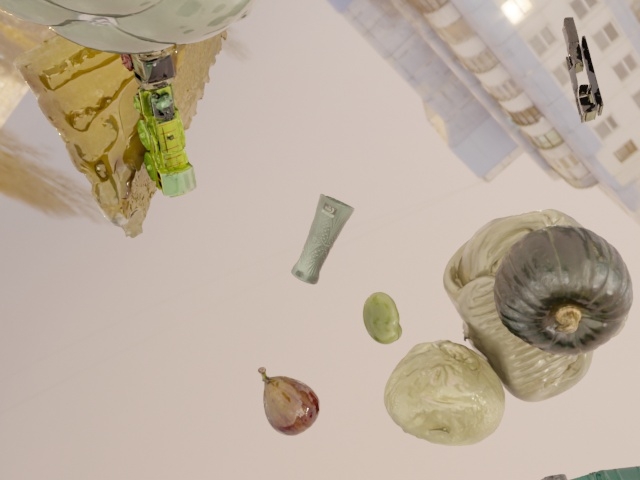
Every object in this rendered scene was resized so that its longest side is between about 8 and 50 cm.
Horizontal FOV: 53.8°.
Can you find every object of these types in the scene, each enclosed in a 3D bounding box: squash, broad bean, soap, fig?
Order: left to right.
[{"bbox_3d":[-0.207,-0.210,0.899,0.339,0.169,0.304,-34,-107,-9],"label":"soap"},{"bbox_3d":[-0.059,0.237,0.966,0.089,0.125,0.089,-35,-169,8],"label":"fig"},{"bbox_3d":[0.096,0.122,0.989,0.063,0.045,0.083,-29,-108,34],"label":"broad bean"},{"bbox_3d":[0.384,0.082,1.005,0.218,0.218,0.172,-48,-148,9],"label":"squash"}]

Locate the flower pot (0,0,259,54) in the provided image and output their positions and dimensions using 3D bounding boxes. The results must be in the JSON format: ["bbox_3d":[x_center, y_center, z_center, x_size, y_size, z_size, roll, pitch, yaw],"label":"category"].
[{"bbox_3d":[-0.118,-0.234,0.374,0.246,0.196,0.245,-171,-90,-81],"label":"flower pot"}]

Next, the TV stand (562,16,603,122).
[{"bbox_3d":[0.527,-0.350,1.279,0.042,0.036,0.249,-8,-118,14],"label":"TV stand"}]

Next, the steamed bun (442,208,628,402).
[{"bbox_3d":[0.425,0.106,1.318,0.343,0.367,0.255,-35,-166,-2],"label":"steamed bun"}]

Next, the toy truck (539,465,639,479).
[{"bbox_3d":[0.401,0.366,0.861,0.124,0.254,0.114,-51,-138,46],"label":"toy truck"}]

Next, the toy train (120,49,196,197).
[{"bbox_3d":[-0.194,-0.174,0.736,0.053,0.249,0.085,-23,-140,-26],"label":"toy train"}]

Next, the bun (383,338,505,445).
[{"bbox_3d":[0.232,0.278,1.212,0.244,0.244,0.153,28,-57,57],"label":"bun"}]

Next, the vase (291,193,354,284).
[{"bbox_3d":[0.000,0.000,1.594,0.096,0.096,0.219,36,-76,57],"label":"vase"}]
